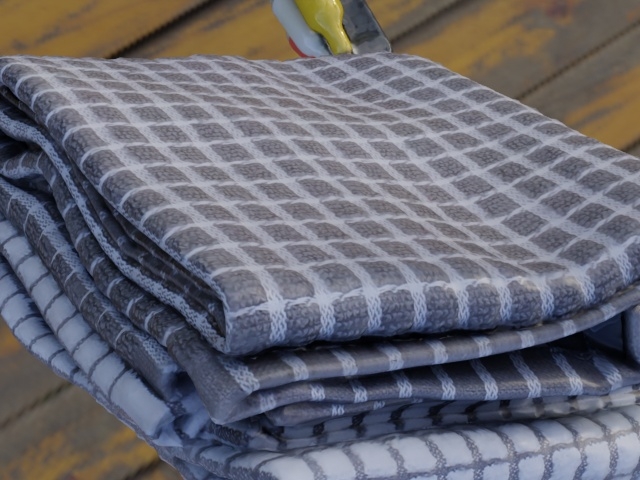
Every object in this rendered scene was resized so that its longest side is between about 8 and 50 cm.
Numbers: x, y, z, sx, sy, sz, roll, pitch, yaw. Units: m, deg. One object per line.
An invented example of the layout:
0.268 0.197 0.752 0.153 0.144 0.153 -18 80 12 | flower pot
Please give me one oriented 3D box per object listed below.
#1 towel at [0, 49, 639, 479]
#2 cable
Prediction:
0.000 0.000 0.697 0.235 0.284 0.121 -3 112 -33 | towel
0.036 -0.110 1.371 0.072 0.287 0.139 -21 151 -10 | cable
